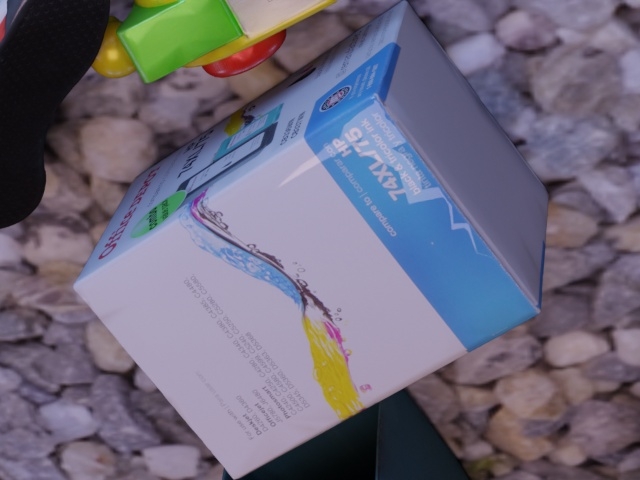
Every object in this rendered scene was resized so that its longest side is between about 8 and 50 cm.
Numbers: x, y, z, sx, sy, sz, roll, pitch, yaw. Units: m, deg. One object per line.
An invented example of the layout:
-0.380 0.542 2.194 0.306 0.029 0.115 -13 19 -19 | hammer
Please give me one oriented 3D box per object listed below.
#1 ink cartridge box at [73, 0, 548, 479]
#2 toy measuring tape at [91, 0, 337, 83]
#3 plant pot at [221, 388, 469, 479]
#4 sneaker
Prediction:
0.000 0.000 1.292 0.270 0.198 0.197 -32 108 21 | ink cartridge box
-0.020 -0.206 1.257 0.330 0.121 0.121 -27 110 5 | toy measuring tape
0.051 0.259 1.439 0.165 0.165 0.234 -31 116 22 | plant pot
-0.239 -0.142 1.274 0.145 0.090 0.270 58 143 27 | sneaker
